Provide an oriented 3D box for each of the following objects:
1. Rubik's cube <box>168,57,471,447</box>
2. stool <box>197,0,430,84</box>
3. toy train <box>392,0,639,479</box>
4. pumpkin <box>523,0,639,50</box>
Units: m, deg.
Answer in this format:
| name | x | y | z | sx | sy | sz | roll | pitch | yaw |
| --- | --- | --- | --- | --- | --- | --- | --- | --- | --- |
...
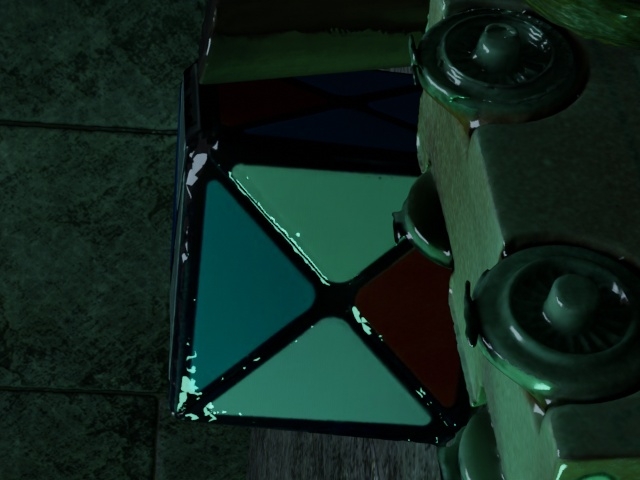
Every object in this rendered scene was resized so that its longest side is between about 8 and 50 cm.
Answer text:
| name | x | y | z | sx | sy | sz | roll | pitch | yaw |
| --- | --- | --- | --- | --- | --- | --- | --- | --- | --- |
| Rubik's cube | 0.000 | -0.001 | 1.280 | 0.246 | 0.248 | 0.250 | -100 | 16 | -66 |
| stool | 0.055 | -0.237 | 0.916 | 0.310 | 0.226 | 0.310 | -101 | 24 | -64 |
| toy train | 0.118 | 0.003 | 0.672 | 0.129 | 0.159 | 0.326 | 96 | 169 | -45 |
| pumpkin | 0.142 | -0.176 | 0.536 | 0.238 | 0.159 | 0.238 | 18 | -90 | -80 |
